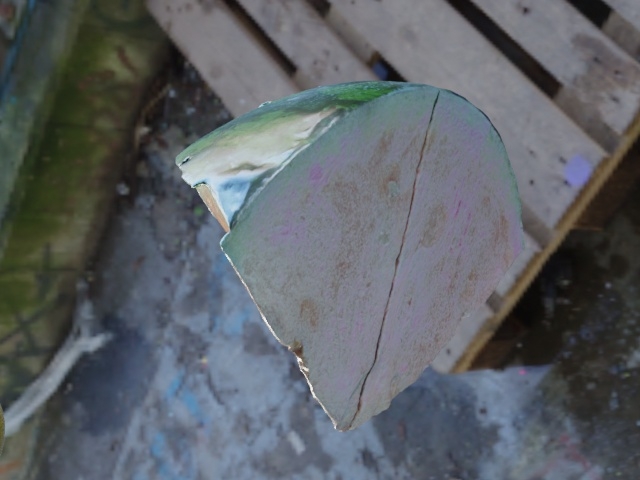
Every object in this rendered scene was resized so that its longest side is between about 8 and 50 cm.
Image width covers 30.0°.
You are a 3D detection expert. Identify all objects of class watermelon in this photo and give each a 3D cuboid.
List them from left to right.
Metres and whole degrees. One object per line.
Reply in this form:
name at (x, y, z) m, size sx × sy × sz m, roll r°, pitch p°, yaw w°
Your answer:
watermelon at (-0.010, -0.017, 0.946) m, size 0.222 × 0.319 × 0.292 m, roll 11°, pitch 138°, yaw 37°

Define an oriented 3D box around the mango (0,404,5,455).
mango at (-0.286, 0.149, 0.828) m, size 0.125 × 0.111 × 0.233 m, roll -52°, pitch 11°, yaw 3°
